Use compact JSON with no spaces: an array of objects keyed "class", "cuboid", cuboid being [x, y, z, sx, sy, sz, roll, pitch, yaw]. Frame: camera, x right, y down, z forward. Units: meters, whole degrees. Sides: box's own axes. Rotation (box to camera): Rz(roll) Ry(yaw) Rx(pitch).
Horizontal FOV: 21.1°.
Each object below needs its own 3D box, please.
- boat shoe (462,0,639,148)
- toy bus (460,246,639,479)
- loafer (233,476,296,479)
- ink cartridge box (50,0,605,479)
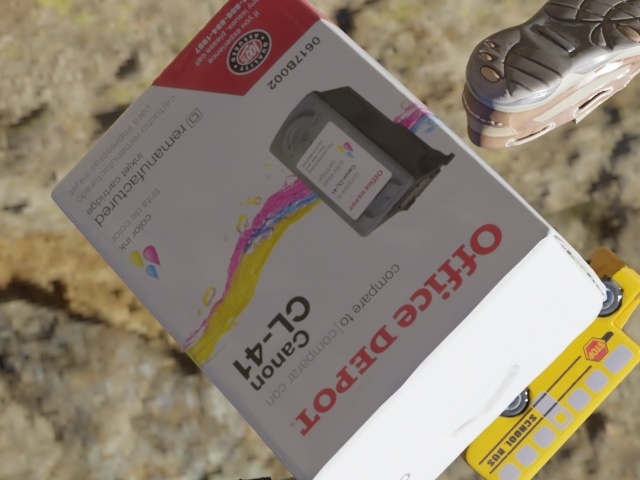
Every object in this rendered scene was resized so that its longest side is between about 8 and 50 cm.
[{"class":"boat shoe","cuboid":[0.273,-0.193,1.901,0.324,0.123,0.116,-24,145,-32]},{"class":"toy bus","cuboid":[0.310,0.171,2.269,0.333,0.130,0.108,-48,-166,5]},{"class":"loafer","cuboid":[-0.036,0.233,1.410,0.220,0.080,0.078,0,-170,12]},{"class":"ink cartridge box","cuboid":[0.000,0.000,1.140,0.226,0.306,0.131,-47,147,3]}]
